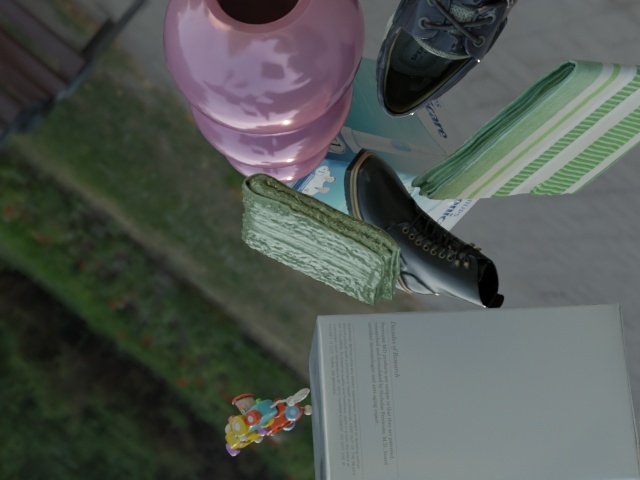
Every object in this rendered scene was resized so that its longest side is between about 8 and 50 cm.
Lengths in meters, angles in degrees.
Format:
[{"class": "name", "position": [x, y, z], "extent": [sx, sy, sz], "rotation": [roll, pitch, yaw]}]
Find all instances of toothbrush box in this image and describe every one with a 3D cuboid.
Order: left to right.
[{"class": "toothbrush box", "position": [0.041, -0.126, 2.052], "extent": [0.295, 0.126, 0.216], "rotation": [6, -133, -40]}]

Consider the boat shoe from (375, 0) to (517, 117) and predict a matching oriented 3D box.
[{"class": "boat shoe", "position": [0.116, -0.197, 1.389], "extent": [0.103, 0.092, 0.285], "rotation": [20, 153, -10]}]

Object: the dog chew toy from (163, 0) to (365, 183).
[{"class": "dog chew toy", "position": [-0.053, -0.171, 1.694], "extent": [0.206, 0.206, 0.332], "rotation": [32, 159, 17]}]

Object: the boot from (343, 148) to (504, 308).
[{"class": "boot", "position": [0.116, -0.012, 1.703], "extent": [0.137, 0.077, 0.198], "rotation": [16, 150, 41]}]

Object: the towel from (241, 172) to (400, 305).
[{"class": "towel", "position": [0.000, 0.000, 1.358], "extent": [0.148, 0.027, 0.110], "rotation": [24, 152, 9]}]

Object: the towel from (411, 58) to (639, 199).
[{"class": "towel", "position": [0.276, -0.124, 1.764], "extent": [0.325, 0.248, 0.038], "rotation": [-5, -118, -50]}]

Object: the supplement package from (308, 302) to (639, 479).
[{"class": "supplement package", "position": [0.141, 0.170, 1.553], "extent": [0.293, 0.175, 0.177], "rotation": [-3, 162, -3]}]

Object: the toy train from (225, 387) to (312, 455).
[{"class": "toy train", "position": [-0.067, 0.211, 1.985], "extent": [0.046, 0.125, 0.166], "rotation": [57, 165, 15]}]
